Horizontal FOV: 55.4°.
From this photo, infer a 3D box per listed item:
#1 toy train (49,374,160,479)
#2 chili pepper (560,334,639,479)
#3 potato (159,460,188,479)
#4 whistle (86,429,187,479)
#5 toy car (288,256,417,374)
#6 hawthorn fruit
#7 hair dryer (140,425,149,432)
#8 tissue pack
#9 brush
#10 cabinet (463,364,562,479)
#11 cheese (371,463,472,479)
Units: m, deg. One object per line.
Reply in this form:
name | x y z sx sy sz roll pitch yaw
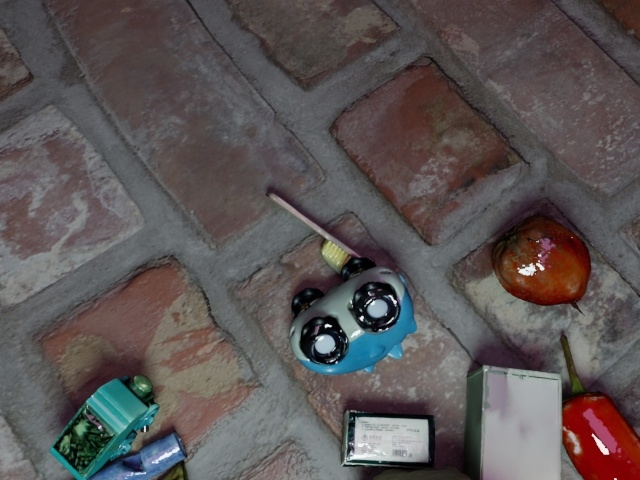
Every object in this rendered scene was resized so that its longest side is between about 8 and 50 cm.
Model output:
toy train | -0.382 0.331 1.089 0.107 0.154 0.198 41 102 7
chili pepper | 0.518 0.356 1.168 0.131 0.134 0.338 -29 77 1
potato | -0.287 0.489 1.093 0.120 0.081 0.149 -15 73 -11
whistle | -0.392 0.447 1.110 0.304 0.062 0.062 -26 75 -12
toy car | 0.069 0.165 1.175 0.255 0.188 0.190 -33 112 1
hawthorn fruit | 0.466 0.064 1.253 0.181 0.181 0.235 -43 97 -16
hair dryer | -0.366 0.330 1.174 0.083 0.031 0.078 -5 81 9
tissue pack | 0.126 0.379 1.154 0.170 0.090 0.103 5 70 -4
brush | -0.001 0.001 1.287 0.313 0.072 0.067 36 87 9
cabinet | 0.357 0.355 1.146 0.145 0.150 0.206 6 72 2
cheese | 0.191 0.522 1.007 0.115 0.317 0.326 -5 41 -46
